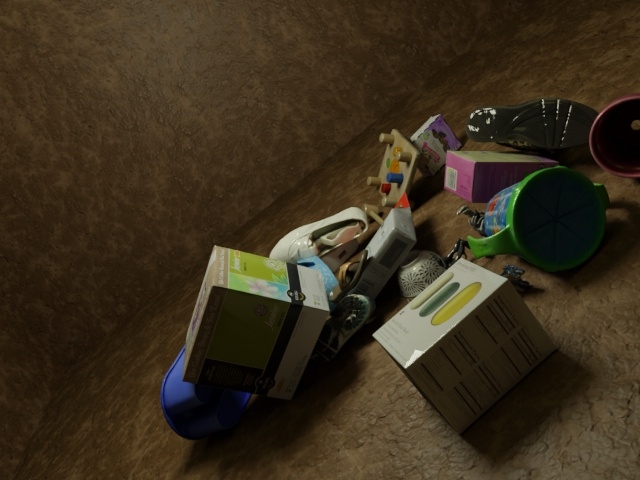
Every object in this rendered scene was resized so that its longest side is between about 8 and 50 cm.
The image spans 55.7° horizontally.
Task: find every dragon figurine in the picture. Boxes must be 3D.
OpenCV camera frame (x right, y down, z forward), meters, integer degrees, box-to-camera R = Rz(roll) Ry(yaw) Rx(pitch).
[{"bbox_3d":[0.365,0.131,1.480,0.289,0.085,0.144,-12,30,46],"label":"dragon figurine"}]

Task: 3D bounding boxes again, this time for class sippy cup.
[{"bbox_3d":[0.512,-0.050,1.451,0.224,0.306,0.240,-172,93,-80],"label":"sippy cup"}]

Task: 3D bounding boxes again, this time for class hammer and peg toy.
[{"bbox_3d":[0.278,-0.210,2.297,0.266,0.127,0.361,-117,36,-57],"label":"hammer and peg toy"}]

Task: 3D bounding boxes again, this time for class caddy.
[{"bbox_3d":[-0.352,0.448,1.873,0.179,0.241,0.341,-21,24,29],"label":"caddy"}]

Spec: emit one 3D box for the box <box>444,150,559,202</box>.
[{"bbox_3d":[0.505,-0.183,1.724,0.243,0.117,0.213,-2,16,-9],"label":"box"}]

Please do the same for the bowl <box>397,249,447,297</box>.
[{"bbox_3d":[0.282,0.080,1.777,0.170,0.080,0.170,-35,19,14],"label":"bowl"}]

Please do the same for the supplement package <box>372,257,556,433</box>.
[{"bbox_3d":[0.290,0.209,1.259,0.263,0.198,0.199,-40,17,-4],"label":"supplement package"}]

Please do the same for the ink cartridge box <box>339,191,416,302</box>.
[{"bbox_3d":[0.176,0.017,1.940,0.308,0.091,0.385,-58,12,24],"label":"ink cartridge box"}]

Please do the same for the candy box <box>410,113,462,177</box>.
[{"bbox_3d":[0.446,-0.375,2.415,0.196,0.165,0.070,-46,18,-19],"label":"candy box"}]

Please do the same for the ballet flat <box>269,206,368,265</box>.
[{"bbox_3d":[0.000,0.000,2.207,0.400,0.139,0.139,-27,17,-6],"label":"ballet flat"}]

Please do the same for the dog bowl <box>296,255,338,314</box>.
[{"bbox_3d":[0.003,0.141,2.059,0.074,0.165,0.297,-30,17,-7],"label":"dog bowl"}]

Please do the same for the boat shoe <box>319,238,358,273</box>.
[{"bbox_3d":[0.049,0.065,2.283,0.219,0.077,0.070,-37,17,-23],"label":"boat shoe"}]

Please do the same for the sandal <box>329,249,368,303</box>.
[{"bbox_3d":[0.074,0.105,1.794,0.219,0.060,0.090,-52,16,43],"label":"sandal"}]

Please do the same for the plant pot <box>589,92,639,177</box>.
[{"bbox_3d":[0.785,-0.273,1.504,0.201,0.201,0.180,-25,8,36],"label":"plant pot"}]

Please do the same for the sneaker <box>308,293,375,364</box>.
[{"bbox_3d":[0.060,0.264,1.775,0.283,0.110,0.122,-44,-21,26],"label":"sneaker"}]

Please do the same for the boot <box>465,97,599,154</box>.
[{"bbox_3d":[0.654,-0.322,1.771,0.378,0.138,0.284,5,4,40],"label":"boot"}]

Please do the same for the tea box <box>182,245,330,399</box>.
[{"bbox_3d":[-0.189,0.234,1.699,0.220,0.324,0.329,-106,34,-60],"label":"tea box"}]

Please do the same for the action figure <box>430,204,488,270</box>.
[{"bbox_3d":[0.433,-0.024,1.646,0.276,0.141,0.164,-40,9,3],"label":"action figure"}]
